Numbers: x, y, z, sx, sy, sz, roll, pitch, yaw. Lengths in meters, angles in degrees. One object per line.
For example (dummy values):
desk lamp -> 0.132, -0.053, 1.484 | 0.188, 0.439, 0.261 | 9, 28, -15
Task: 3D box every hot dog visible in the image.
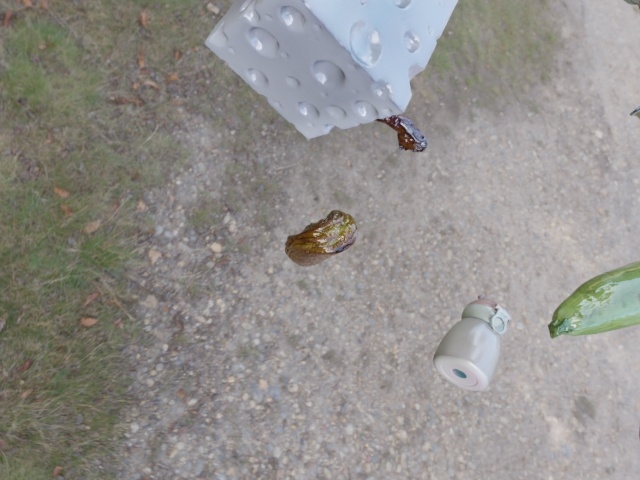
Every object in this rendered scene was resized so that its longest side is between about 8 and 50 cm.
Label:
hot dog -> 0.000, 0.000, 1.509 | 0.196, 0.272, 0.122 | -28, 90, -18

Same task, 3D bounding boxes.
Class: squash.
squash -> 0.566, 0.110, 0.993 | 0.371, 0.118, 0.118 | -12, 80, -20

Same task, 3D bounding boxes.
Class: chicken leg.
chicken leg -> 0.256, -0.354, 1.668 | 0.205, 0.093, 0.053 | 44, 17, -4

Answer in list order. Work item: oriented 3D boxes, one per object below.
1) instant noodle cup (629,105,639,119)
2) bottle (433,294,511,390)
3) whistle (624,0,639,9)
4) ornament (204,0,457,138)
instant noodle cup -> 0.864, -0.286, 1.113 | 0.296, 0.296, 0.214 | -30, 80, -36
bottle -> 0.398, 0.247, 1.333 | 0.147, 0.148, 0.236 | 44, 58, -12
whistle -> 0.579, -0.420, 0.869 | 0.106, 0.102, 0.253 | 27, 30, -42
ornament -> 0.018, -0.339, 0.805 | 0.239, 0.240, 0.239 | 38, 68, -30
